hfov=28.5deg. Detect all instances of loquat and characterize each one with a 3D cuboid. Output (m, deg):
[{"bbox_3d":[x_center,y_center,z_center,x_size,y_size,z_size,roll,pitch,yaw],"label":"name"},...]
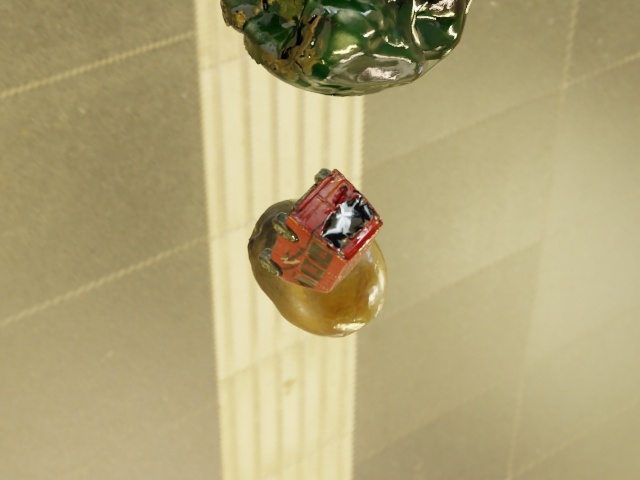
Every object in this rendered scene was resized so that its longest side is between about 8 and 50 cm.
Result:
[{"bbox_3d":[-0.004,0.036,1.862,0.179,0.227,0.179,-40,177,-3],"label":"loquat"}]

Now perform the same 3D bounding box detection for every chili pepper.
[{"bbox_3d":[0.038,-0.288,1.277,0.256,0.233,0.249,-1,132,-36],"label":"chili pepper"}]

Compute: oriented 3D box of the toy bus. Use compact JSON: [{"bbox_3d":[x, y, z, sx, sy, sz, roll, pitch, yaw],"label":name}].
[{"bbox_3d":[0.000,0.000,1.315,0.081,0.089,0.195,-47,175,-20],"label":"toy bus"}]
